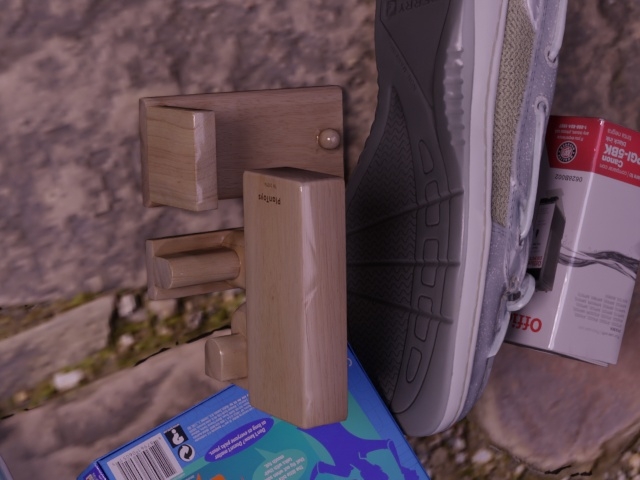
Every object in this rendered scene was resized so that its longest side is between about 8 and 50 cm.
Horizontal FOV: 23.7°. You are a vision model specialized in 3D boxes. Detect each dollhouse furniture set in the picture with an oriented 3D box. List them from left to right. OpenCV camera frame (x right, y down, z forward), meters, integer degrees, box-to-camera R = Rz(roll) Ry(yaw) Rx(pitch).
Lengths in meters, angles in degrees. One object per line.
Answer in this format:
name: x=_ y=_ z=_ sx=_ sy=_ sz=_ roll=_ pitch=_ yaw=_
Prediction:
dollhouse furniture set: x=0.000 y=0.000 z=0.774 sx=0.123 sy=0.151 sz=0.144 roll=-8 pitch=102 yaw=-33

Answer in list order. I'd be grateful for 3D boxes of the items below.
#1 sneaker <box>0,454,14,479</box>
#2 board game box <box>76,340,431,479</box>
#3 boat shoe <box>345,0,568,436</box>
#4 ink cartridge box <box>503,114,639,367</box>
sneaker: x=-0.144 y=0.235 z=0.672 sx=0.127 sy=0.208 sz=0.319 roll=-10 pitch=101 yaw=-31
board game box: x=-0.005 y=0.172 z=0.801 sx=0.160 sy=0.047 sz=0.210 roll=-27 pitch=81 yaw=-28
boat shoe: x=0.085 y=-0.050 z=0.849 sx=0.103 sy=0.118 sz=0.320 roll=7 pitch=84 yaw=-32
ink cartridge box: x=0.135 y=-0.002 z=0.895 sx=0.056 sy=0.099 sz=0.135 roll=14 pitch=87 yaw=-34
